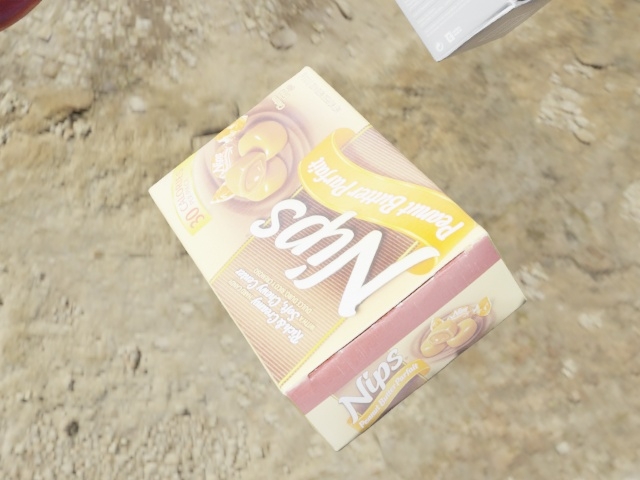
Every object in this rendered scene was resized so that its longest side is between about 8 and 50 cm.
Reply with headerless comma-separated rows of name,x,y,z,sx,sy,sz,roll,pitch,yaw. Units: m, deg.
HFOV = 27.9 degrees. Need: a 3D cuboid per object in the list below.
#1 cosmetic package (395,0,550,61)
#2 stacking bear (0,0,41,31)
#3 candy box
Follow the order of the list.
cosmetic package,0.098,-0.285,1.122,0.107,0.127,0.238,-34,88,42
stacking bear,-0.393,-0.283,1.139,0.164,0.289,0.175,-44,73,8
candy box,0.000,0.000,1.032,0.183,0.316,0.087,-39,130,-1
